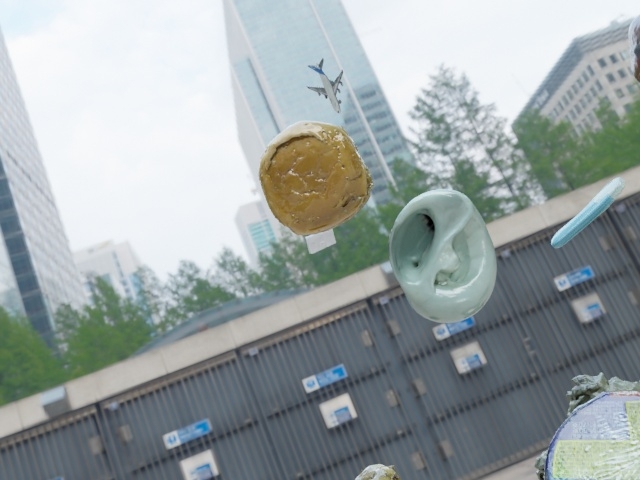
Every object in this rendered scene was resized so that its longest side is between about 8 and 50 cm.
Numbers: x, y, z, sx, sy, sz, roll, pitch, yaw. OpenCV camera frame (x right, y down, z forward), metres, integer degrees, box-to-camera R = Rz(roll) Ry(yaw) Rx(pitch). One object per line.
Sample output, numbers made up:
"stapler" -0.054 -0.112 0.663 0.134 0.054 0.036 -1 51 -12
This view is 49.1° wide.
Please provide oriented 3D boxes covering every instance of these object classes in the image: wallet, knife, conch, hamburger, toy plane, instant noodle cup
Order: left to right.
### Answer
"hamburger" -0.013 -0.118 1.294 0.214 0.213 0.108 -26 2 13
"wallet" 0.000 0.000 1.677 0.083 0.044 0.011 -24 11 -37
"toy plane" 0.011 -0.226 1.028 0.078 0.084 0.024 -12 29 47
"conch" 0.196 0.026 1.154 0.185 0.221 0.121 -7 6 -24
"knife" 0.594 -0.056 1.559 0.222 0.031 0.064 -53 10 39
"instant noodle cup" 0.549 0.451 1.226 0.284 0.284 0.312 -24 -39 7

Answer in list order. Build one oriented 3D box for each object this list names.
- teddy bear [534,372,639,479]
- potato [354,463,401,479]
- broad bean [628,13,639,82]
"teddy bear" 0.620 0.446 1.471 0.357 0.367 0.224 -20 28 21
"potato" 0.092 0.592 1.387 0.140 0.300 0.173 3 -30 21
"broad bean" 0.381 -0.193 0.663 0.165 0.084 0.114 -5 21 32
